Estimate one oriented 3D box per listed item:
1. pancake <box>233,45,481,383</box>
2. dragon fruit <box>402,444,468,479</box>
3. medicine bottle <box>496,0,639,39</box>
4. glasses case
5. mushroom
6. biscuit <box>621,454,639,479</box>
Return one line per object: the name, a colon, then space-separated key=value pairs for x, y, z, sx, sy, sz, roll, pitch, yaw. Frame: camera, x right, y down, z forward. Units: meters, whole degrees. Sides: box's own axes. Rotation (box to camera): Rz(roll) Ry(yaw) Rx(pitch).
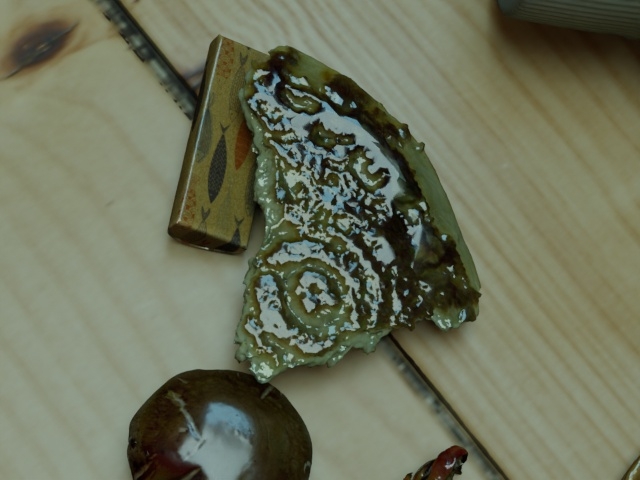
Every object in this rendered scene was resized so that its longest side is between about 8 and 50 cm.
pancake: x=0.000 y=0.000 z=1.073 sx=0.266 sy=0.057 sz=0.244 roll=40 pitch=70 yaw=1
dragon fruit: x=0.061 y=0.228 z=1.000 sx=0.094 sy=0.094 sz=0.190 roll=44 pitch=54 yaw=9
medicine bottle: x=0.352 y=-0.252 z=1.132 sx=0.384 sy=0.224 sz=0.224 roll=7 pitch=70 yaw=-6
glasses case: x=-0.078 y=-0.076 z=1.109 sx=0.064 sy=0.041 sz=0.170 roll=20 pitch=67 yaw=-23
mushroom: x=-0.087 y=0.163 z=1.002 sx=0.170 sy=0.080 sz=0.135 roll=-28 pitch=66 yaw=-19
biscuit: x=0.310 y=0.211 z=1.065 sx=0.221 sy=0.029 sz=0.142 roll=-15 pitch=73 yaw=-12
